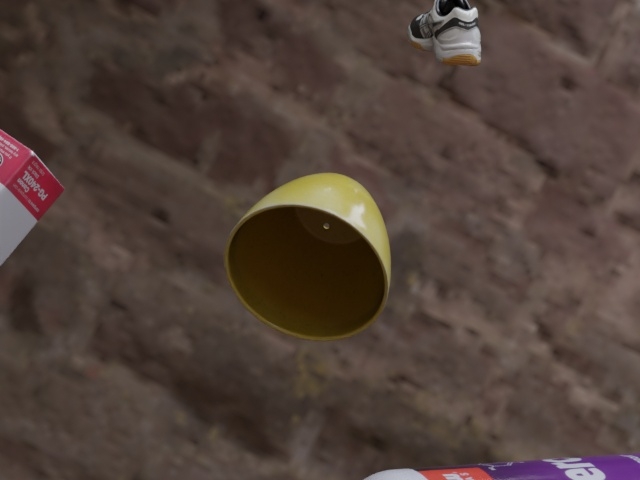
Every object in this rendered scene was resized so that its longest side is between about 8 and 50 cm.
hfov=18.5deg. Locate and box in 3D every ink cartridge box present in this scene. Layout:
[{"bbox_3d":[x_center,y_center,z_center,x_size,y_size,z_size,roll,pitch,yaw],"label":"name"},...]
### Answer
[{"bbox_3d":[-0.287,-0.020,1.486,0.109,0.150,0.063,33,-13,29],"label":"ink cartridge box"}]

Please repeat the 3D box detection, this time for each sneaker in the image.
[{"bbox_3d":[0.072,-0.122,1.104,0.032,0.037,0.083,-2,16,-17],"label":"sneaker"}]

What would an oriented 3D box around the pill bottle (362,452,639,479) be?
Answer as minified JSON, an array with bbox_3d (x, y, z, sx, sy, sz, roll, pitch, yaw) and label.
[{"bbox_3d":[0.124,0.222,1.173,0.323,0.181,0.181,-1,-3,-20],"label":"pill bottle"}]

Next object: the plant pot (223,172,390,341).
[{"bbox_3d":[0.000,0.000,1.576,0.134,0.095,0.134,9,-53,12],"label":"plant pot"}]
